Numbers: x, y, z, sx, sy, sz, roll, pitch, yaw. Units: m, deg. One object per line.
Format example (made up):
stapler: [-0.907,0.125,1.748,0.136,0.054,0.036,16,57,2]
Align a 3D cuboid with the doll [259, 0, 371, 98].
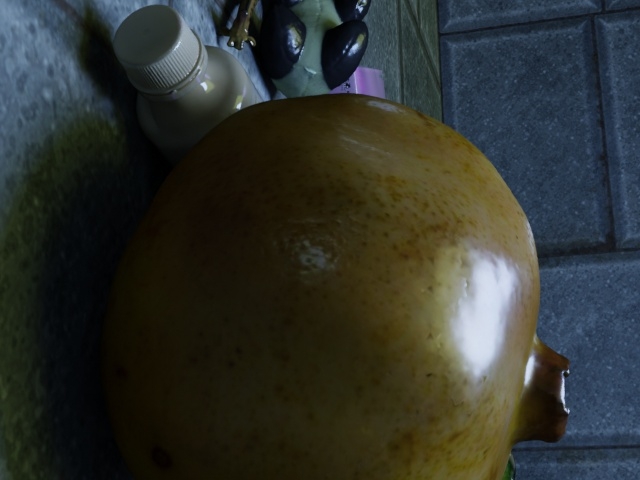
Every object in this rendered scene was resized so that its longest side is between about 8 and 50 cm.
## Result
doll: [-0.013,-0.296,1.353,0.135,0.143,0.234,115,-15,-52]

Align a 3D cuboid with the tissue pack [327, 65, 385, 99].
tissue pack: [0.048,-0.216,1.623,0.246,0.092,0.149,-32,115,-73]

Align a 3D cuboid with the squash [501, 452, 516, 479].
squash: [0.063,0.307,1.084,0.310,0.308,0.311,-4,90,-76]

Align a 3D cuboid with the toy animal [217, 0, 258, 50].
toy animal: [-0.076,-0.345,1.224,0.149,0.054,0.276,137,-28,-70]

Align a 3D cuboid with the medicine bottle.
medicine bottle: [-0.113,-0.122,0.926,0.252,0.114,0.114,56,32,-61]

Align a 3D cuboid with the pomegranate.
pomegranate: [0.022,0.087,0.831,0.416,0.416,0.417,-5,90,-76]
